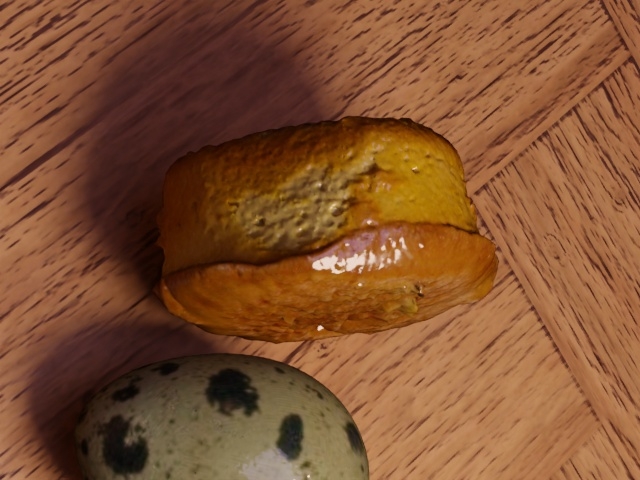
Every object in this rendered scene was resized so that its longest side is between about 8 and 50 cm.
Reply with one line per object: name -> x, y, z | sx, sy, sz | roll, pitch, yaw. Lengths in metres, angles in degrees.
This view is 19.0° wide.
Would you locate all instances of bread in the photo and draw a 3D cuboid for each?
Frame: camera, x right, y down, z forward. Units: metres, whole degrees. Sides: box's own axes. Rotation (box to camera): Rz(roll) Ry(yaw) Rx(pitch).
bread -> 0.000, 0.000, 1.455 | 0.268, 0.268, 0.145 | 4, 72, -34

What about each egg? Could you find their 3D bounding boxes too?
egg -> -0.073, 0.168, 1.421 | 0.228, 0.177, 0.177 | 22, 72, -17
